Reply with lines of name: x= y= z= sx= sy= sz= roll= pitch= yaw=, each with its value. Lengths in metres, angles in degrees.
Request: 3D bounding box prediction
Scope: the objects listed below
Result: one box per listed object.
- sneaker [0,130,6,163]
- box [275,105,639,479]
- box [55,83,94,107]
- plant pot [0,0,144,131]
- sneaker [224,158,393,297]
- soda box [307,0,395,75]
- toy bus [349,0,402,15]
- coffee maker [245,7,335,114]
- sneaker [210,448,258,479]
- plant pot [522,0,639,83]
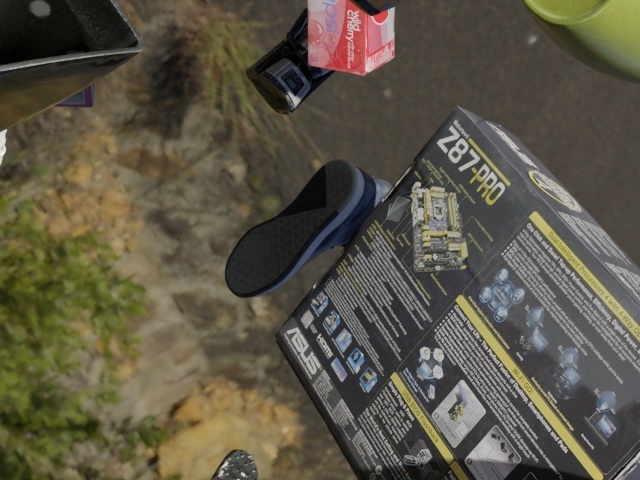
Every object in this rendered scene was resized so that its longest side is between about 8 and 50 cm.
sneaker: x=-0.602 y=-0.195 z=2.134 sx=0.129 sy=0.111 sz=0.297 roll=30 pitch=103 yaw=-41
box: x=0.148 y=0.113 z=1.107 sx=0.097 sy=0.395 sz=0.318 roll=17 pitch=117 yaw=-41
box: x=-0.399 y=-0.355 z=1.832 sx=0.117 sy=0.243 sz=0.213 roll=1 pitch=160 yaw=-8
plant pot: x=-0.271 y=-0.150 z=0.836 sx=0.167 sy=0.188 sz=0.187 roll=-38 pitch=177 yaw=26
sneaker: x=0.001 y=0.001 z=1.508 sx=0.226 sy=0.086 sz=0.163 roll=-40 pitch=154 yaw=20
soda box: x=0.039 y=-0.348 z=1.540 sx=0.083 sy=0.092 sz=0.263 roll=-41 pitch=139 yaw=-49
toy bus: x=0.030 y=-0.405 z=1.253 sx=0.130 sy=0.332 sz=0.108 roll=-24 pitch=159 yaw=19
coffee maker: x=-0.031 y=-0.308 z=2.136 sx=0.178 sy=0.120 sz=0.171 roll=-42 pitch=176 yaw=-11
sneaker: x=-0.159 y=0.397 z=1.692 sx=0.106 sy=0.234 sz=0.078 roll=-18 pitch=133 yaw=40
plant pot: x=0.357 y=-0.325 z=1.483 sx=0.275 sy=0.275 sz=0.293 roll=-47 pitch=161 yaw=30
